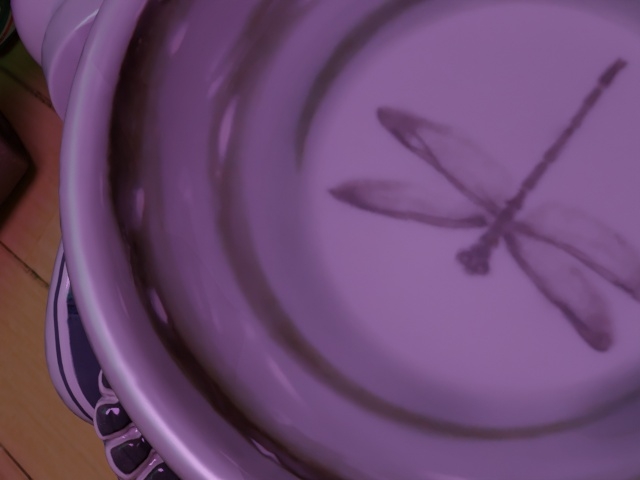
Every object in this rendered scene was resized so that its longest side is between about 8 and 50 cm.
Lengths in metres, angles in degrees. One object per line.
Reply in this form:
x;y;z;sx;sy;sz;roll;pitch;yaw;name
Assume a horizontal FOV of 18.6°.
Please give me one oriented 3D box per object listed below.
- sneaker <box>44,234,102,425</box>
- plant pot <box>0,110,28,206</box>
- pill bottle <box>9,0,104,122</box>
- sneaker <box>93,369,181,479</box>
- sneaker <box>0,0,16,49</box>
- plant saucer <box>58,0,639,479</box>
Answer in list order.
-0.044;-0.038;1.090;0.127;0.126;0.321;10;73;56;sneaker
-0.332;-0.039;1.346;0.229;0.263;0.263;-37;41;0;plant pot
-0.130;-0.189;1.259;0.153;0.153;0.265;-41;42;23;pill bottle
0.000;0.000;1.002;0.330;0.130;0.147;-48;-1;-16;sneaker
-0.274;-0.214;1.497;0.057;0.075;0.161;-39;43;26;sneaker
0.089;-0.027;0.865;0.400;0.100;0.400;-2;70;6;plant saucer
